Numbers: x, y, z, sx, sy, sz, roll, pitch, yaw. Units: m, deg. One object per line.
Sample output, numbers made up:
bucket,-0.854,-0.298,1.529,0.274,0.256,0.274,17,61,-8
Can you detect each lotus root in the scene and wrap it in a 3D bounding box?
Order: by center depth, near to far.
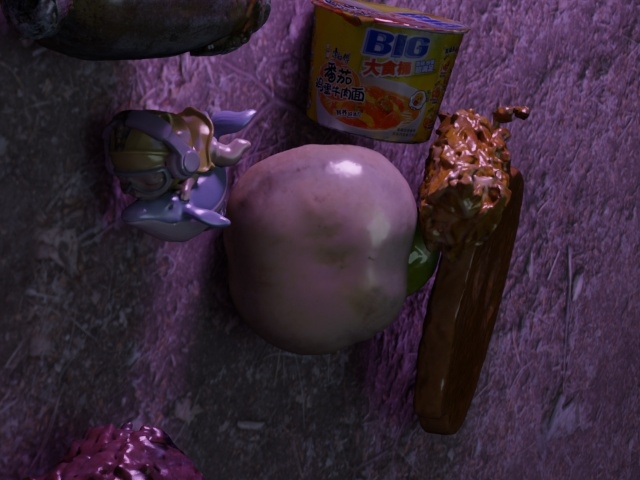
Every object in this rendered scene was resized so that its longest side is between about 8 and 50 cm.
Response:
lotus root,-0.201,-0.265,1.829,0.349,0.175,0.175,-9,105,-51

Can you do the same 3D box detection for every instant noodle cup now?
instant noodle cup,0.070,-0.210,2.188,0.205,0.205,0.153,-5,113,-52

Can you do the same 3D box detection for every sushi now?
sushi,-0.209,0.331,1.920,0.270,0.236,0.171,55,30,-10

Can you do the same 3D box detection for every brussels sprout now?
brussels sprout,0.086,0.018,2.288,0.117,0.155,0.155,37,69,-51

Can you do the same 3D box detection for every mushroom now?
mushroom,0.000,0.000,2.146,0.260,0.234,0.254,-40,103,8

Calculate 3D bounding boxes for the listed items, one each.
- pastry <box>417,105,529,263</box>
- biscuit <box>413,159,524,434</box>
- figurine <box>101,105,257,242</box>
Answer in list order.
pastry,0.181,-0.090,2.164,0.250,0.102,0.154,-75,-175,-55
biscuit,0.195,0.076,2.417,0.365,0.062,0.385,33,72,-76
figurine,-0.160,-0.087,1.967,0.208,0.128,0.184,-59,136,-37
